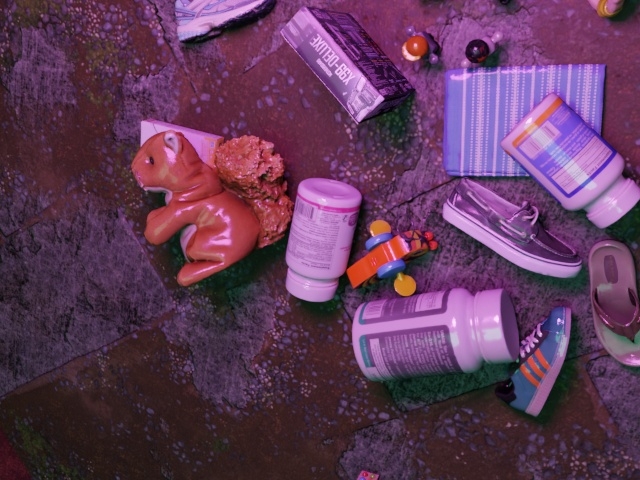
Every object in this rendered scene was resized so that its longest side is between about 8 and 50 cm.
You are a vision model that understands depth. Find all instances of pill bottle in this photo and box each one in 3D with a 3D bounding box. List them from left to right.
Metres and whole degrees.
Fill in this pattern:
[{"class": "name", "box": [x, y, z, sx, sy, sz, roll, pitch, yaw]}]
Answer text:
[{"class": "pill bottle", "box": [0.000, 0.000, 1.657, 0.160, 0.160, 0.283, 19, 115, 16]}, {"class": "pill bottle", "box": [0.276, 0.225, 1.591, 0.361, 0.204, 0.204, -11, 103, 27]}, {"class": "pill bottle", "box": [0.516, -0.158, 1.350, 0.272, 0.152, 0.152, 45, 119, 3]}]

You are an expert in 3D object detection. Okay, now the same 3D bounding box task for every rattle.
[{"class": "rattle", "box": [0.560, -0.546, 1.273, 0.143, 0.130, 0.199, -31, 72, 22]}]

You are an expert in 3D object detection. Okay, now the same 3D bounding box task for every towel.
[{"class": "towel", "box": [0.438, -0.261, 1.454, 0.336, 0.040, 0.243, 4, 107, 20]}]

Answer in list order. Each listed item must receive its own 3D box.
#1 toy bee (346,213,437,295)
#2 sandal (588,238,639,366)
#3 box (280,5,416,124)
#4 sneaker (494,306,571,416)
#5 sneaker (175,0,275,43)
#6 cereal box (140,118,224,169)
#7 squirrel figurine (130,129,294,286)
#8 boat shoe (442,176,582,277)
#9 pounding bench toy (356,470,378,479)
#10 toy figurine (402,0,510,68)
[{"class": "toy bee", "box": [0.199, 0.037, 1.601, 0.298, 0.162, 0.195, -12, 87, 58]}, {"class": "sandal", "box": [0.658, 0.148, 1.465, 0.120, 0.086, 0.302, -15, 101, 27]}, {"class": "box", "box": [0.071, -0.379, 1.410, 0.076, 0.307, 0.242, -41, 89, 25]}, {"class": "sneaker", "box": [0.503, 0.281, 1.567, 0.121, 0.108, 0.302, 18, 115, 12]}, {"class": "sneaker", "box": [-0.244, -0.572, 1.596, 0.283, 0.110, 0.122, -10, 100, 26]}, {"class": "cereal box", "box": [-0.384, -0.224, 1.808, 0.240, 0.047, 0.173, 15, 114, 17]}, {"class": "squirrel figurine", "box": [-0.273, -0.127, 1.670, 0.397, 0.281, 0.370, -25, 96, 3]}, {"class": "boat shoe", "box": [0.437, -0.032, 1.478, 0.335, 0.121, 0.119, 28, 121, 15]}, {"class": "pounding bench toy", "box": [0.150, 0.709, 1.900, 0.083, 0.052, 0.065, 9, 110, 20]}, {"class": "toy figurine", "box": [0.281, -0.470, 1.379, 0.213, 0.148, 0.209, 13, 112, 18]}]
